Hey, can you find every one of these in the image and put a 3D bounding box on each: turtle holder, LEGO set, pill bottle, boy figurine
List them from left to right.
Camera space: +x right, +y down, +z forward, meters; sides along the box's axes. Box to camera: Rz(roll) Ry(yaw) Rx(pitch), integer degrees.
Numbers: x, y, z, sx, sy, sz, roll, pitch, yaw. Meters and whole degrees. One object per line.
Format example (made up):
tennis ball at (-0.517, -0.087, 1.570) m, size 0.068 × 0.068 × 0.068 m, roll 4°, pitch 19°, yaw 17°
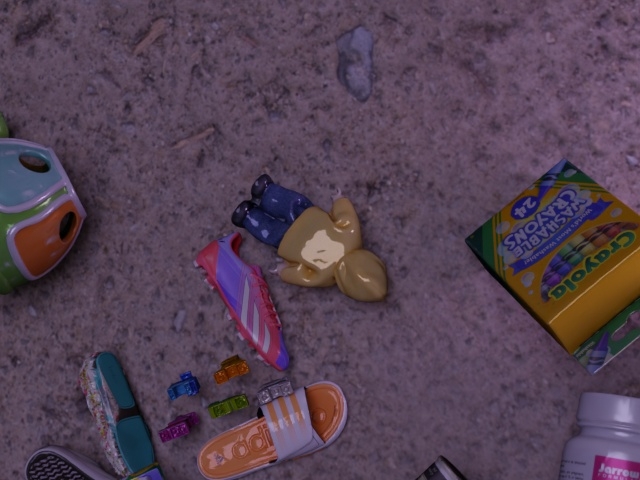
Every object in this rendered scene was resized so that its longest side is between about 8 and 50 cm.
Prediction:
turtle holder at (-0.535, -0.064, 1.973) m, size 0.227 × 0.243 × 0.320 m, roll -28°, pitch 32°, yaw -10°
LEGO set at (-0.158, 0.234, 1.871) m, size 0.227 × 0.093 × 0.087 m, roll -21°, pitch 96°, yaw 7°
boy figurine at (0.000, 0.000, 1.881) m, size 0.285 × 0.092 × 0.177 m, roll 32°, pitch 86°, yaw 17°
pill bottle at (0.417, 0.367, 1.658) m, size 0.160 × 0.160 × 0.283 m, roll 7°, pitch 79°, yaw 15°

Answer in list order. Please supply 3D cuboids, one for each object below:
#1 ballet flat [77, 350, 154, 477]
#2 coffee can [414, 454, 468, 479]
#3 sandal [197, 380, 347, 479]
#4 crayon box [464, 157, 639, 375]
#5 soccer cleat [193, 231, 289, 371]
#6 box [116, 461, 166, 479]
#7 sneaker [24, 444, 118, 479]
ballet flat at (-0.335, 0.296, 1.907) m, size 0.077 × 0.091 × 0.241 m, roll -37°, pitch 64°, yaw 35°
coffee can at (0.142, 0.477, 1.677) m, size 0.275 × 0.201 × 0.201 m, roll -43°, pitch 72°, yaw 0°
sandal at (-0.080, 0.309, 1.834) m, size 0.265 × 0.076 × 0.102 m, roll -28°, pitch 73°, yaw 6°
crayon box at (0.372, 0.027, 1.695) m, size 0.203 × 0.083 × 0.323 m, roll -40°, pitch 34°, yaw 2°
soccer cleat at (-0.112, 0.098, 1.892) m, size 0.095 × 0.083 × 0.248 m, roll -36°, pitch 69°, yaw -2°
box at (-0.312, 0.426, 1.788) m, size 0.179 × 0.043 × 0.105 m, roll -24°, pitch 95°, yaw -3°
sneaker at (-0.337, 0.420, 1.867) m, size 0.290 × 0.123 × 0.106 m, roll 41°, pitch 87°, yaw -4°
